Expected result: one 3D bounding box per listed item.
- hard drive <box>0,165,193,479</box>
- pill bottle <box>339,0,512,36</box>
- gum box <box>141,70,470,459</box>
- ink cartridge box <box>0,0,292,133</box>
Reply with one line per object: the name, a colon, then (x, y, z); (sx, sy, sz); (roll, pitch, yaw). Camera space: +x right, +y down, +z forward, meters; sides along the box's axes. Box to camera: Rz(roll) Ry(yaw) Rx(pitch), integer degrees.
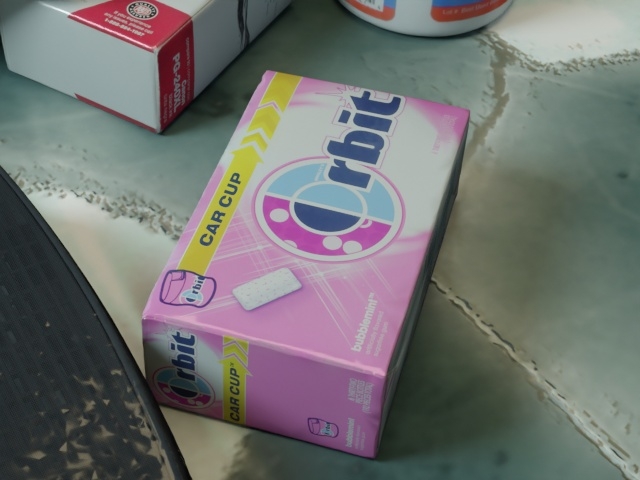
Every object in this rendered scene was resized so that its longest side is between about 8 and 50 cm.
hard drive: (-0.155, 0.069, 0.536); (0.172, 0.054, 0.255); (-20, 57, -24)
pill bottle: (0.068, -0.239, 0.751); (0.124, 0.221, 0.124); (2, 46, -2)
gum box: (0.000, 0.000, 0.624); (0.107, 0.062, 0.188); (14, 46, 9)
ink cartridge box: (-0.094, -0.143, 0.757); (0.109, 0.063, 0.150); (24, 49, 19)
